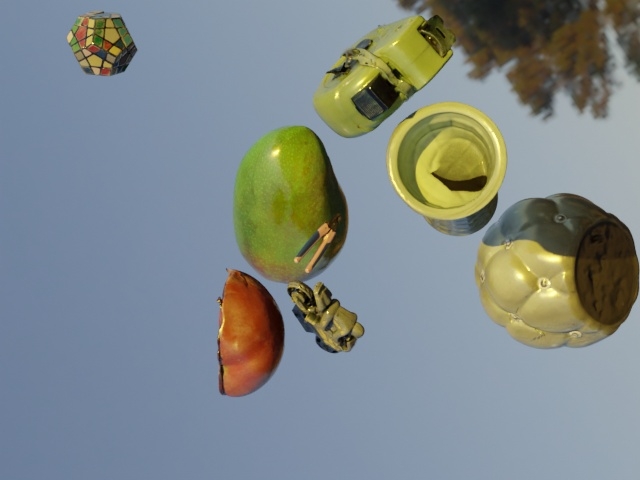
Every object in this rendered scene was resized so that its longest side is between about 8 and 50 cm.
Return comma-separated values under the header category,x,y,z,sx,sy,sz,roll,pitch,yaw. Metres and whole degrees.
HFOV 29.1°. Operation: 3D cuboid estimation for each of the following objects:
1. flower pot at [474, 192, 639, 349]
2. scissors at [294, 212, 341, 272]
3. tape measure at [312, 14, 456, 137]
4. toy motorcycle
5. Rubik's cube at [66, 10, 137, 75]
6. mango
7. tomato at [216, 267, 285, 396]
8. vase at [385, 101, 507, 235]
category,x,y,z,sx,sy,sz,roll,pitch,yaw
flower pot,0.353,0.046,1.863,0.246,0.195,0.246,-1,-88,-41
scissors,0.000,0.000,2.054,0.039,0.113,0.012,42,166,-27
tape measure,0.061,-0.195,1.478,0.087,0.154,0.177,43,165,-17
toy motorcycle,0.017,0.139,2.144,0.061,0.124,0.193,-58,-41,-31
Rubik's cube,-0.343,-0.310,1.936,0.093,0.111,0.111,35,-157,10
mango,-0.055,-0.066,2.350,0.382,0.225,0.201,95,-170,-46
tomato,-0.115,0.155,2.104,0.228,0.112,0.199,92,-178,-48
vase,0.169,-0.076,1.587,0.143,0.143,0.299,62,-176,11
